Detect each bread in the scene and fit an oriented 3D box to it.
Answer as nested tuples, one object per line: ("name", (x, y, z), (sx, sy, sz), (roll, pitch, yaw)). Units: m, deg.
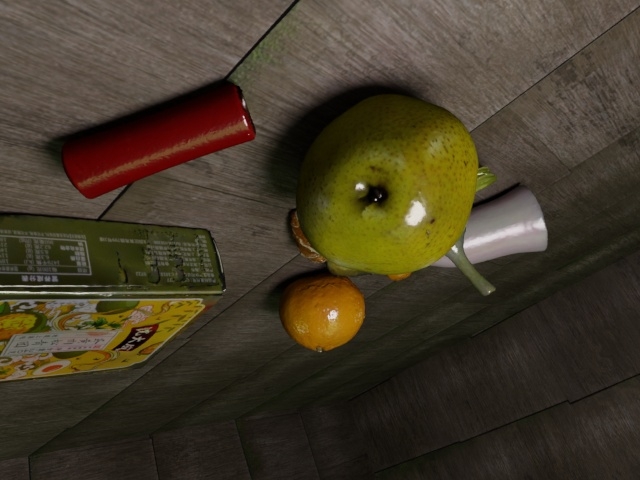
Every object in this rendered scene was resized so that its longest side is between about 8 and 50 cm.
("bread", (0.000, 0.000, 1.097), (0.104, 0.076, 0.233), (-30, 153, 13))

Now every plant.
("plant", (0.226, -0.032, 1.087), (0.305, 0.297, 0.261), (-22, -169, -39))

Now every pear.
("pear", (0.099, -0.080, 0.788), (0.294, 0.294, 0.294), (-18, 155, -8))

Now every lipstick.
("lipstick", (-0.205, -0.128, 0.669), (0.241, 0.080, 0.080), (-20, 155, -2))

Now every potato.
("potato", (0.099, 0.047, 1.261), (0.188, 0.085, 0.105), (-6, 149, -21))

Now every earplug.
("earplug", (0.386, -0.012, 1.301), (0.301, 0.173, 0.172), (-18, 156, 7))

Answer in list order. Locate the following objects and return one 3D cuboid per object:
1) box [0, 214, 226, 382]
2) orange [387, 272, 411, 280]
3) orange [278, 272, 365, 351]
("box", (-0.440, 0.117, 0.910), (0.420, 0.138, 0.373), (6, 143, -44))
("orange", (0.215, 0.074, 1.419), (0.083, 0.070, 0.083), (-17, 159, -7))
("orange", (0.004, 0.176, 1.300), (0.219, 0.193, 0.219), (4, -174, 0))
